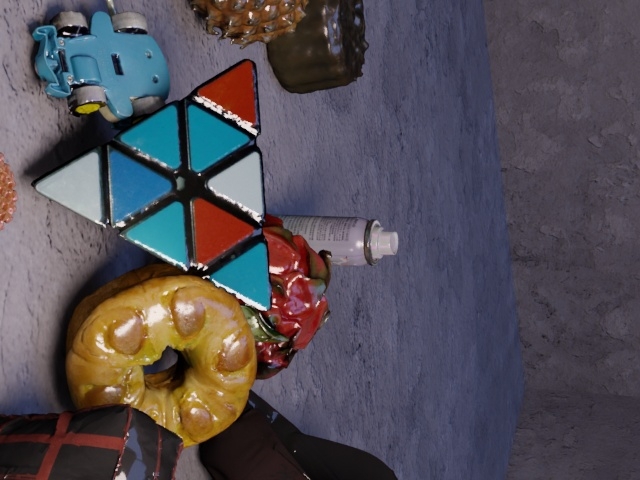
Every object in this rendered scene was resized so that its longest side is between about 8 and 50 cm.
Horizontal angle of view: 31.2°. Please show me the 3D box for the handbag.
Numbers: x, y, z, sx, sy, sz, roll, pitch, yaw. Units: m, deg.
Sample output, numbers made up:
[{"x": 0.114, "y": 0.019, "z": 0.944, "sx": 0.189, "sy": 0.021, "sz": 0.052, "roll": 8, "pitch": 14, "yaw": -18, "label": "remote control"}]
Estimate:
[{"x": -0.246, "y": 0.241, "z": 1.075, "sx": 0.155, "sy": 0.215, "sz": 0.169, "roll": 49, "pitch": 42, "yaw": -50, "label": "handbag"}]

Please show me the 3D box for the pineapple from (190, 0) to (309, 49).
[{"x": -0.104, "y": -0.342, "z": 1.496, "sx": 0.193, "sy": 0.166, "sz": 0.166, "roll": 36, "pitch": 58, "yaw": -58, "label": "pineapple"}]

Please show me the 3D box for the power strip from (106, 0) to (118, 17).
[{"x": -0.236, "y": -0.320, "z": 1.244, "sx": 0.042, "sy": 0.075, "sz": 0.175, "roll": -52, "pitch": 141, "yaw": -57, "label": "power strip"}]

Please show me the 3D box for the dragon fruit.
[{"x": -0.096, "y": 0.073, "z": 1.496, "sx": 0.293, "sy": 0.234, "sz": 0.233, "roll": -9, "pitch": 101, "yaw": -84, "label": "dragon fruit"}]

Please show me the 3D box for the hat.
[{"x": -0.044, "y": 0.365, "z": 1.595, "sx": 0.209, "sy": 0.336, "sz": 0.238, "roll": -57, "pitch": -171, "yaw": 3, "label": "hat"}]

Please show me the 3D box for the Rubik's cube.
[{"x": -0.187, "y": -0.081, "z": 1.205, "sx": 0.234, "sy": 0.284, "sz": 0.250, "roll": 1, "pitch": 117, "yaw": -39, "label": "Rubik's cube"}]

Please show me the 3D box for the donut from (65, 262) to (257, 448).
[{"x": -0.177, "y": 0.133, "z": 1.272, "sx": 0.114, "sy": 0.227, "sz": 0.226, "roll": -133, "pitch": -149, "yaw": -59, "label": "donut"}]

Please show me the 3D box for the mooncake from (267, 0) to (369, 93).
[{"x": 0.002, "y": -0.347, "z": 1.826, "sx": 0.228, "sy": 0.124, "sz": 0.228, "roll": 1, "pitch": 90, "yaw": -71, "label": "mooncake"}]

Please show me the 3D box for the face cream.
[{"x": 0.000, "y": 0.000, "z": 1.694, "sx": 0.075, "sy": 0.229, "sz": 0.075, "roll": 3, "pitch": 90, "yaw": -70, "label": "face cream"}]

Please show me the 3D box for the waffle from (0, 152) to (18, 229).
[{"x": -0.321, "y": -0.047, "z": 1.102, "sx": 0.075, "sy": 0.029, "sz": 0.083, "roll": -57, "pitch": 142, "yaw": -55, "label": "waffle"}]

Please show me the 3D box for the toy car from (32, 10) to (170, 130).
[{"x": -0.247, "y": -0.174, "z": 1.236, "sx": 0.161, "sy": 0.098, "sz": 0.126, "roll": -7, "pitch": 75, "yaw": -44, "label": "toy car"}]
